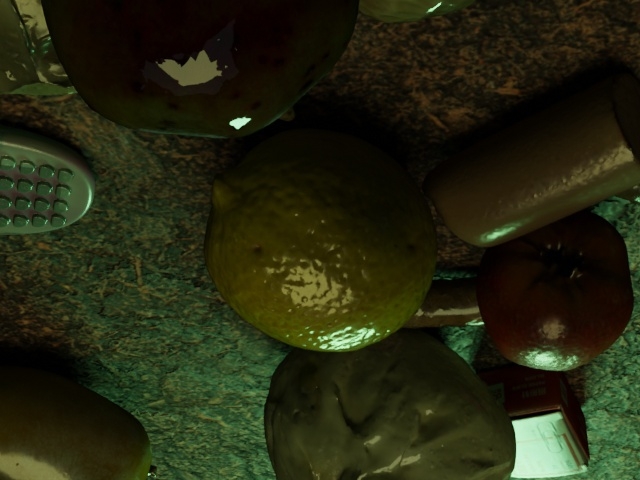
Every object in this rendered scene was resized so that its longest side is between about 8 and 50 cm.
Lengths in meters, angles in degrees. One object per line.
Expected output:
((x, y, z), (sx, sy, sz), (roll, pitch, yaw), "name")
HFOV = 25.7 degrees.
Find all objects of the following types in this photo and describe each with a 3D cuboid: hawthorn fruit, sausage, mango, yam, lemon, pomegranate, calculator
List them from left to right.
((-0.412, -0.074, 1.629), (0.299, 0.041, 0.185), (6, 142, -11), "calculator")
((-0.416, 0.284, 1.968), (0.384, 0.199, 0.221), (12, 142, -17), "mango")
((-0.095, -0.230, 1.286), (0.291, 0.290, 0.323), (-13, -179, 16), "pomegranate")
((0.000, 0.000, 1.565), (0.267, 0.267, 0.267), (0, 143, 0), "lemon")
((0.067, 0.074, 1.797), (0.357, 0.081, 0.081), (0, 143, -1), "yam")
((0.248, -0.081, 1.554), (0.253, 0.123, 0.123), (-25, 136, 32), "sausage")
((0.277, 0.073, 1.706), (0.197, 0.196, 0.225), (2, 149, -2), "hawthorn fruit")

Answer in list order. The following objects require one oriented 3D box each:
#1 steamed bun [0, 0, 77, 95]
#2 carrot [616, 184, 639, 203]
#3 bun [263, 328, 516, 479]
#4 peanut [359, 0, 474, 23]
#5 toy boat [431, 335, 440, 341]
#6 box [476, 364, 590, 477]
((-0.259, -0.206, 1.402), (0.213, 0.110, 0.231), (7, 145, -10), "steamed bun")
((0.478, -0.054, 1.636), (0.342, 0.070, 0.070), (9, 142, -14), "carrot")
((0.064, 0.288, 1.863), (0.365, 0.219, 0.365), (12, 116, 27), "bun")
((0.125, -0.298, 1.274), (0.136, 0.120, 0.298), (37, 135, -7), "peanut")
((0.147, 0.179, 1.942), (0.066, 0.059, 0.140), (-22, 138, 0), "toy boat")
((0.303, 0.261, 2.018), (0.133, 0.099, 0.182), (-11, 141, 17), "box")
